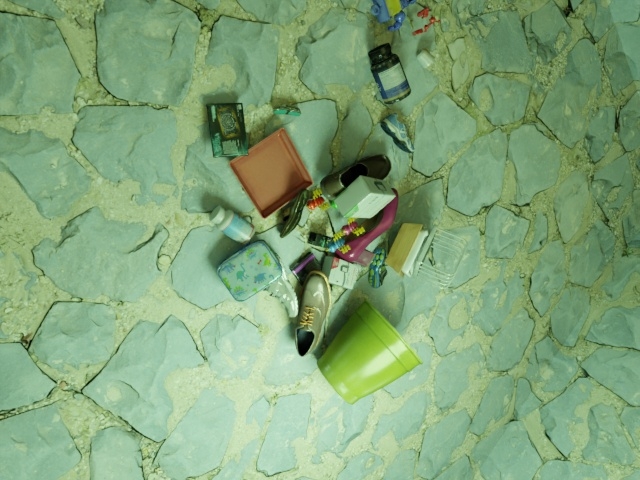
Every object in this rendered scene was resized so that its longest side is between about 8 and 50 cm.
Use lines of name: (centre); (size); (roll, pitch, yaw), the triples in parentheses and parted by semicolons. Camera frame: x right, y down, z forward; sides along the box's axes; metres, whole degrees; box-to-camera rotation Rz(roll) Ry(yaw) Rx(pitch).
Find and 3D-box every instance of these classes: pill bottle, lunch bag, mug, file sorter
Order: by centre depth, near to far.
pill bottle: (-0.325, -0.058, 1.687); (0.160, 0.087, 0.087); (37, 82, -31)
lunch bag: (-0.262, 0.108, 1.717); (0.219, 0.090, 0.176); (-33, 98, 0)
pill bottle: (0.278, -0.680, 1.871); (0.123, 0.123, 0.219); (-37, 116, -18)
mug: (0.449, -0.796, 1.989); (0.064, 0.078, 0.062); (35, 115, -22)
file sorter: (0.541, 0.086, 2.072); (0.192, 0.173, 0.277); (-63, 165, -13)

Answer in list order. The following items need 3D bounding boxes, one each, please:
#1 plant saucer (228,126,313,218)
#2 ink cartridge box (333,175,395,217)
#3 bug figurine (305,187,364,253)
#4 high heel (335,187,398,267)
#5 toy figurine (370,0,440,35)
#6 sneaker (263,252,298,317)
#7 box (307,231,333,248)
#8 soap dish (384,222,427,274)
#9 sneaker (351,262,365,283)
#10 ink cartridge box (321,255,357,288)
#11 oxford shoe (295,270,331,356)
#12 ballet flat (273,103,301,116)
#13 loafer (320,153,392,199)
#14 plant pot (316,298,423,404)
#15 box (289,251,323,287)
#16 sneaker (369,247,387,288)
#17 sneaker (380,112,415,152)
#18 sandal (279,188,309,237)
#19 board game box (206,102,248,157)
plant saucer: (-0.187, -0.255, 1.745); (0.259, 0.048, 0.258); (-38, 117, -17)
ink cartridge box: (0.178, -0.168, 1.821); (0.154, 0.093, 0.213); (-42, 157, 29)
bug figurine: (0.059, -0.086, 1.883); (0.216, 0.072, 0.278); (-25, 90, -34)
high heel: (0.200, -0.078, 1.969); (0.182, 0.127, 0.376); (25, 84, -25)
toy figurine: (0.286, -0.960, 1.782); (0.217, 0.191, 0.362); (-30, 113, -16)
sneaker: (-0.174, 0.190, 1.840); (0.115, 0.105, 0.281); (-23, 105, -9)
box: (0.000, 0.000, 1.901); (0.083, 0.062, 0.052); (12, 94, -32)
soap dish: (0.381, 0.044, 2.026); (0.228, 0.118, 0.291); (-65, 165, -1)
sneaker: (0.169, 0.144, 2.045); (0.069, 0.038, 0.098); (-7, 105, -28)
ink cartridge box: (0.079, 0.138, 1.957); (0.151, 0.063, 0.109); (22, 77, -39)
oxford shoe: (-0.034, 0.304, 1.873); (0.130, 0.132, 0.363); (8, 105, 7)
ballet flat: (-0.128, -0.495, 1.735); (0.115, 0.041, 0.041); (-1, 102, -30)
loafer: (0.173, -0.261, 1.870); (0.366, 0.130, 0.133); (-31, 99, -31)
plant pot: (0.185, 0.503, 1.986); (0.353, 0.366, 0.366); (-41, 118, -2)
box: (-0.043, 0.143, 1.930); (0.116, 0.029, 0.162); (-40, 117, -16)
sneaker: (0.267, 0.124, 2.092); (0.078, 0.067, 0.187); (-4, 102, -51)
sneaker: (0.353, -0.461, 1.989); (0.211, 0.080, 0.081); (43, 82, -31)
sandal: (-0.113, -0.111, 1.802); (0.090, 0.060, 0.219); (-21, 138, -61)
board game box: (-0.328, -0.390, 1.618); (0.126, 0.026, 0.186); (-7, 93, -21)
